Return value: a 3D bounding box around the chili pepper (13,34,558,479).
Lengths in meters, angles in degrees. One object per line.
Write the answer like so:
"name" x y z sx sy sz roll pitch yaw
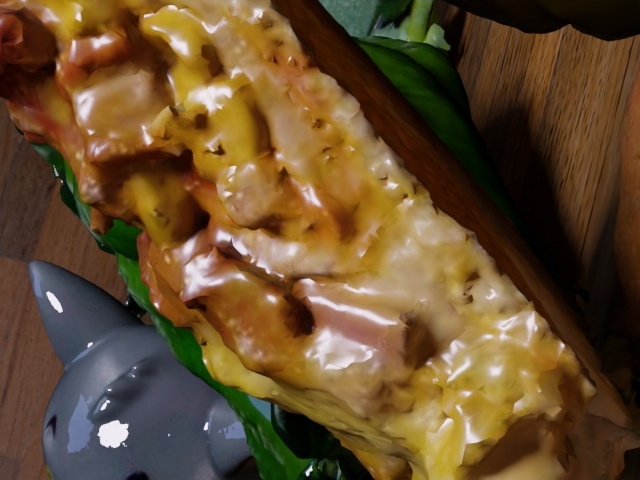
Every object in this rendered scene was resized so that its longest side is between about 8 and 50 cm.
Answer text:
"chili pepper" -0.006 -0.010 0.826 0.167 0.213 0.385 -32 28 -6

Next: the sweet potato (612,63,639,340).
"sweet potato" 0.108 -0.064 0.434 0.058 0.055 0.202 41 116 51

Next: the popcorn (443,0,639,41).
"popcorn" 0.044 -0.151 0.505 0.184 0.204 0.221 -52 -20 -6

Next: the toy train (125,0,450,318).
"toy train" -0.019 -0.055 1.151 0.188 0.159 0.272 80 -154 -81

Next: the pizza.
"pizza" 0.000 0.000 0.485 0.081 0.289 0.229 -42 51 5

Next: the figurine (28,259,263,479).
"figurine" -0.055 0.147 1.008 0.140 0.193 0.265 -52 -40 -10
